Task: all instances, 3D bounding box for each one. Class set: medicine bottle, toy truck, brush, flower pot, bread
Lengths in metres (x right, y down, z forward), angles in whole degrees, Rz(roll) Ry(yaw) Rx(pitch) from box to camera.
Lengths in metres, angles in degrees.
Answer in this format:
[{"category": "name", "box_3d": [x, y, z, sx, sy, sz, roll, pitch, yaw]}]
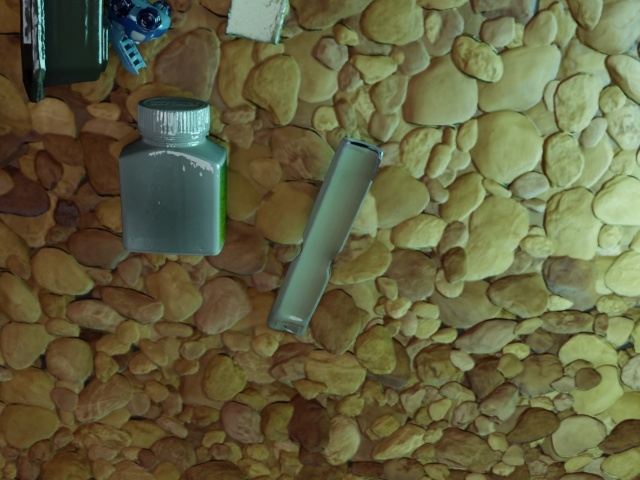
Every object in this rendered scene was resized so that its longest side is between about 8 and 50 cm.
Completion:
[{"category": "medicine bottle", "box_3d": [-0.187, -0.082, 0.831, 0.131, 0.088, 0.189, 4, 113, -3]}, {"category": "toy truck", "box_3d": [-0.224, -0.251, 0.782, 0.073, 0.056, 0.090, 25, 124, -6]}, {"category": "brush", "box_3d": [0.000, 0.000, 0.897, 0.060, 0.050, 0.321, 17, 119, -11]}, {"category": "flower pot", "box_3d": [-0.284, -0.285, 0.716, 0.084, 0.179, 0.251, -2, 115, -28]}, {"category": "bread", "box_3d": [-0.067, -0.313, 0.768, 0.068, 0.028, 0.154, 12, 112, -6]}]
